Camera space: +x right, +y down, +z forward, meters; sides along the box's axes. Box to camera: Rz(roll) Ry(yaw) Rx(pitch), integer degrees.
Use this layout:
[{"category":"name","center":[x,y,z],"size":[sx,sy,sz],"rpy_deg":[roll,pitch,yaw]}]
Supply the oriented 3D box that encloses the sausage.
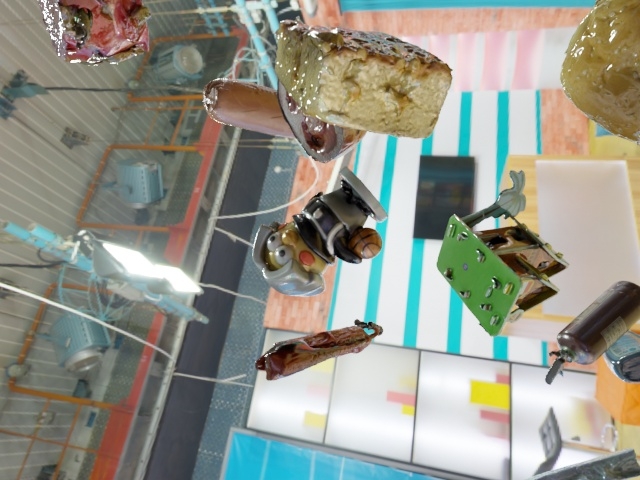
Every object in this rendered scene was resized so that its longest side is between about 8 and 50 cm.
[{"category":"sausage","center":[-0.162,-0.354,1.127],"size":[0.304,0.121,0.121],"rpy_deg":[4,-89,-31]}]

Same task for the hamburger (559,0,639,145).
[{"category":"hamburger","center":[0.560,-0.297,0.692],"size":[0.144,0.283,0.260],"rpy_deg":[-28,-36,-21]}]

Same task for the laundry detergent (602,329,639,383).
[{"category":"laundry detergent","center":[0.630,0.224,0.871],"size":[0.061,0.096,0.206],"rpy_deg":[62,-162,1]}]

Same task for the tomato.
[{"category":"tomato","center":[0.026,-0.282,0.855],"size":[0.155,0.180,0.214],"rpy_deg":[-29,-85,-34]}]

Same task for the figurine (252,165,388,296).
[{"category":"figurine","center":[0.000,0.000,0.733],"size":[0.176,0.236,0.133],"rpy_deg":[54,-175,35]}]

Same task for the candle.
[{"category":"candle","center":[0.015,0.190,0.754],"size":[0.301,0.084,0.060],"rpy_deg":[-4,-76,-39]}]

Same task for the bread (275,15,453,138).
[{"category":"bread","center":[0.042,-0.248,0.605],"size":[0.275,0.184,0.114],"rpy_deg":[-116,35,-56]}]

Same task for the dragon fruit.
[{"category":"dragon fruit","center":[-0.348,-0.371,0.649],"size":[0.147,0.282,0.211],"rpy_deg":[-22,-35,-35]}]

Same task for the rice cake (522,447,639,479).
[{"category":"rice cake","center":[0.280,0.284,0.486],"size":[0.042,0.180,0.031],"rpy_deg":[58,-169,-61]}]

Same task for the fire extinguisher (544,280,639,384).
[{"category":"fire extinguisher","center":[0.489,0.173,0.753],"size":[0.231,0.071,0.099],"rpy_deg":[-35,-47,-13]}]

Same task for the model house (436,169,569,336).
[{"category":"model house","center":[0.550,0.019,1.129],"size":[0.300,0.323,0.341],"rpy_deg":[-119,28,-49]}]
